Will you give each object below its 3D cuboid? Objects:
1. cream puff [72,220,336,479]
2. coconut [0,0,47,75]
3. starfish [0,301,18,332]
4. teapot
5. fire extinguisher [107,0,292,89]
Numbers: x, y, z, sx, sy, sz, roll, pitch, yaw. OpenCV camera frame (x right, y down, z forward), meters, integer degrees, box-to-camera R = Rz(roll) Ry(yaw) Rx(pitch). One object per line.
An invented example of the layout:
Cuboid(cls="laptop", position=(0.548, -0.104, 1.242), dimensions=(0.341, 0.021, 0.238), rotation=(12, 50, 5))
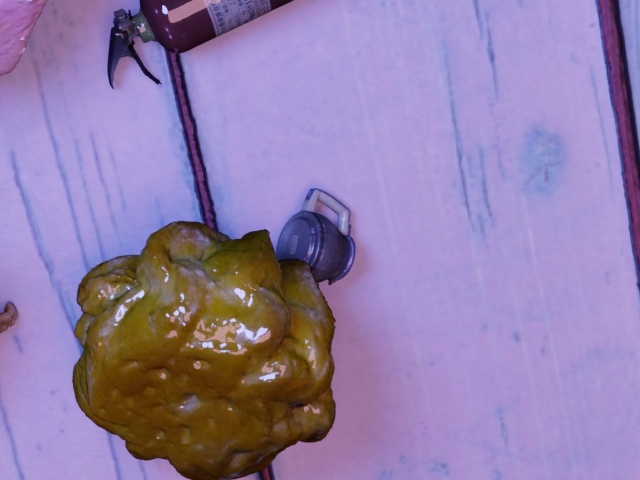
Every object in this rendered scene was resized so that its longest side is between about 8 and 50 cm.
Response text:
Cuboid(cls="cream puff", position=(-0.094, 0.093, 1.502), dimensions=(0.244, 0.244, 0.196), rotation=(-11, 63, -6))
Cuboid(cls="coconut", position=(-0.324, -0.246, 1.336), dimensions=(0.245, 0.233, 0.233), rotation=(19, 101, -21))
Cuboid(cls="starfish", position=(-0.429, 0.010, 1.433), dimensions=(0.301, 0.084, 0.293), rotation=(-12, 138, -2))
Cuboid(cls="teapot", position=(0.000, 0.000, 1.573), dimensions=(0.057, 0.066, 0.088), rotation=(17, 79, -36))
Cuboid(cls="fire extinguisher", position=(-0.085, -0.201, 1.492), dimensions=(0.231, 0.071, 0.099), rotation=(-27, 137, -3))
